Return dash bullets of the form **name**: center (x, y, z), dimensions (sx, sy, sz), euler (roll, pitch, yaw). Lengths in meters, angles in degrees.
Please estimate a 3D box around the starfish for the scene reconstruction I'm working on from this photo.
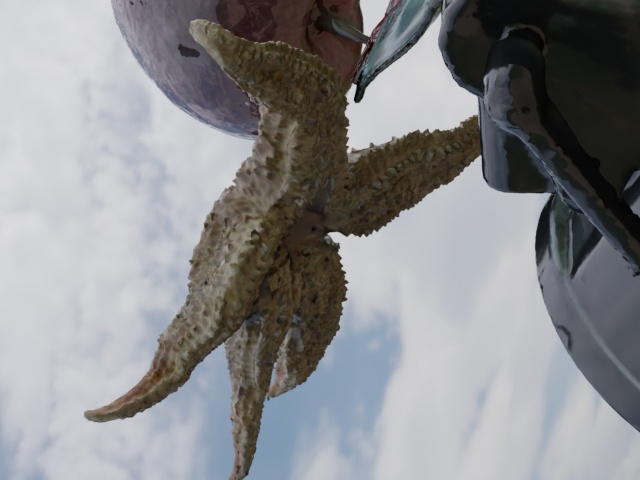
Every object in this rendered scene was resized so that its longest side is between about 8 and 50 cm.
- **starfish**: center (-0.018, 0.019, 0.835), dimensions (0.301, 0.084, 0.293), euler (5, -66, -50)

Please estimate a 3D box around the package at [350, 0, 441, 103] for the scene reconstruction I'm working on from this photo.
- **package**: center (0.088, -0.177, 0.667), dimensions (0.232, 0.040, 0.166), euler (-30, 32, 59)

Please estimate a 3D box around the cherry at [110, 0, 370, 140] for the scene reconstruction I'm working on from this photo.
- **cherry**: center (-0.066, -0.204, 1.120), dimensions (0.213, 0.285, 0.236), euler (-37, -39, -45)

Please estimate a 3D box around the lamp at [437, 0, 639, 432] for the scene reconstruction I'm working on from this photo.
- **lamp**: center (0.235, -0.018, 0.551), dimensions (0.272, 0.374, 0.205), euler (88, -171, -48)
